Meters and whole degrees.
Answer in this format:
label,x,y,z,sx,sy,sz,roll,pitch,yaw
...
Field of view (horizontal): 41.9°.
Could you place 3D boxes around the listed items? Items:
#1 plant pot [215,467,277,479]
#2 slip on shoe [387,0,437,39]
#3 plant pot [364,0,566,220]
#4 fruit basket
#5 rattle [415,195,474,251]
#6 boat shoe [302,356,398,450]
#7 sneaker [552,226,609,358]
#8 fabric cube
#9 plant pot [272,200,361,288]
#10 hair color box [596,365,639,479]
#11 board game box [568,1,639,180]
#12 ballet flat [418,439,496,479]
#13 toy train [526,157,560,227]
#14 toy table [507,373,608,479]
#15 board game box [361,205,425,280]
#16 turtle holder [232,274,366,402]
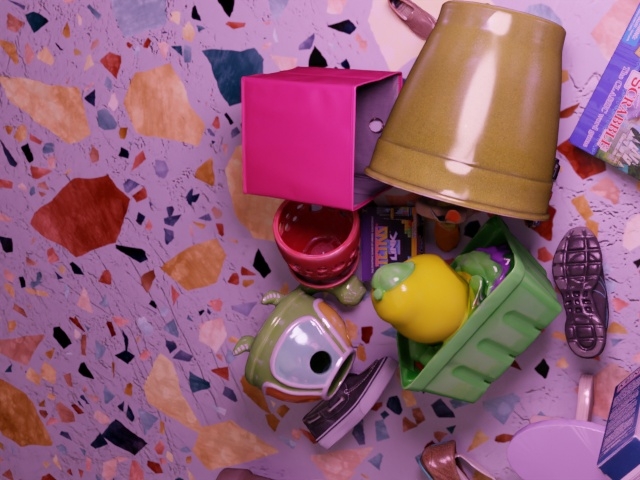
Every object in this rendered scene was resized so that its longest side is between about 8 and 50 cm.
label,x,y,z,sx,sy,sz,roll,pitch,yaw
plant pot,-0.115,0.746,2.138,0.280,0.323,0.323,-4,105,9
slip on shoe,0.194,-0.462,1.727,0.135,0.041,0.051,47,120,6
plant pot,0.301,-0.257,1.590,0.366,0.366,0.353,17,102,20
fruit basket,0.251,0.123,1.703,0.392,0.283,0.392,1,117,1
rattle,0.256,-0.022,1.742,0.130,0.200,0.143,16,108,-8
boat shoe,0.059,0.380,2.013,0.119,0.121,0.335,40,121,5
sneaker,0.537,0.106,1.713,0.101,0.106,0.267,-4,84,28
fabric cube,0.008,-0.227,1.770,0.258,0.259,0.254,8,110,26
plant pot,0.000,0.000,1.870,0.191,0.191,0.174,21,156,19
hair color box,0.646,0.380,1.596,0.174,0.347,0.105,43,119,8
board game box,0.664,-0.247,1.514,0.318,0.066,0.319,35,119,27
ballet flat,0.373,0.610,1.956,0.124,0.116,0.342,-37,84,11
toy train,0.461,-0.097,1.723,0.036,0.027,0.158,17,113,9
toy table,0.550,0.428,1.762,0.274,0.161,0.252,13,113,23
board game box,0.161,0.008,1.861,0.141,0.048,0.170,1,93,31
turtle holder,-0.027,0.235,1.964,0.227,0.320,0.243,28,146,20
